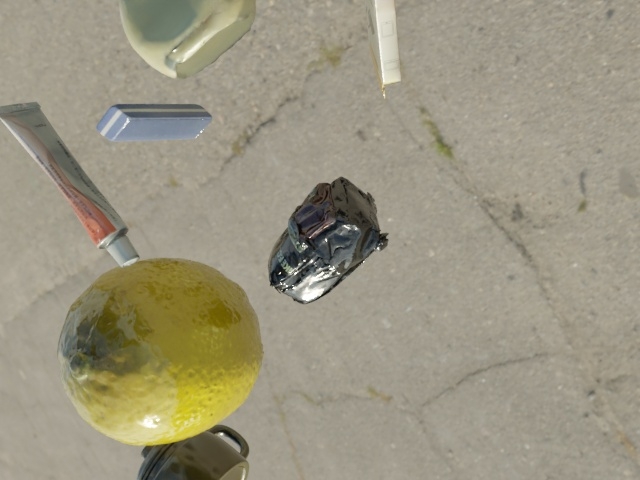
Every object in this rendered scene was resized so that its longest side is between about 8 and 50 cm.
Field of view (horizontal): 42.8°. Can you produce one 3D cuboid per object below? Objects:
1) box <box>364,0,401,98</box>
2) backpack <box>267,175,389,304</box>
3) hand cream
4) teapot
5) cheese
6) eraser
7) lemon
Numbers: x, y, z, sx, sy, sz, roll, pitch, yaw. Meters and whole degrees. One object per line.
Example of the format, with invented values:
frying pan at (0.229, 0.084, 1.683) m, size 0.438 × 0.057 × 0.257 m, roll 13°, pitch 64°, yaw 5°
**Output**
box at (0.085, -0.343, 1.186) m, size 0.247 × 0.033 × 0.129 m, roll 78°, pitch 180°, yaw -47°
backpack at (-0.001, 0.003, 1.049) m, size 0.106 × 0.165 × 0.120 m, roll 38°, pitch -161°, yaw -28°
hand cream at (-0.263, -0.060, 0.862) m, size 0.216 × 0.038 × 0.052 m, roll 52°, pitch -179°, yaw 7°
teapot at (-0.239, 0.415, 1.465) m, size 0.175 × 0.268 × 0.185 m, roll 32°, pitch 127°, yaw 19°
cheese at (-0.241, -0.428, 1.460) m, size 0.266 × 0.127 × 0.233 m, roll -33°, pitch 76°, yaw 26°
eraser at (-0.318, -0.228, 1.584) m, size 0.082 × 0.225 × 0.036 m, roll -40°, pitch 70°, yaw 39°
lemon at (-0.204, 0.143, 1.087) m, size 0.245 × 0.320 × 0.245 m, roll 1°, pitch 93°, yaw 30°
